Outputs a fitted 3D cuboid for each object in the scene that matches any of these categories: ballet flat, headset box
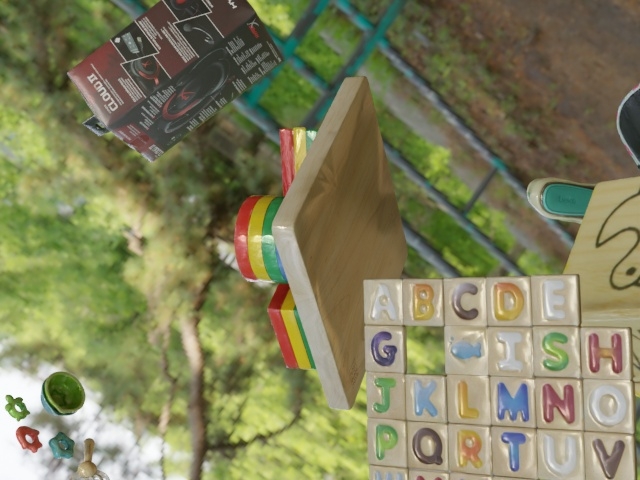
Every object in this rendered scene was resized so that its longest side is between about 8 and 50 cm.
[{"bbox_3d":[0.442,-0.055,1.880,0.248,0.086,0.086,13,-178,-16],"label":"ballet flat"},{"bbox_3d":[-0.215,-0.244,1.707,0.110,0.293,0.218,53,-178,13],"label":"headset box"}]

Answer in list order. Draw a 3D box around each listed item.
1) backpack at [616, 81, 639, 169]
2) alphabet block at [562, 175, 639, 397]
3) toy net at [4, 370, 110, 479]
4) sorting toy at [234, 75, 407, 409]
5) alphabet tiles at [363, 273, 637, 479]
[{"bbox_3d":[0.630,-0.185,1.947,0.253,0.191,0.225,50,138,-6],"label":"backpack"},{"bbox_3d":[0.400,0.049,1.263,0.193,0.192,0.197,41,151,-28],"label":"alphabet block"},{"bbox_3d":[-0.361,0.306,1.700,0.122,0.045,0.232,-14,-111,-56],"label":"toy net"},{"bbox_3d":[0.000,0.000,1.254,0.089,0.257,0.255,1,131,22],"label":"sorting toy"},{"bbox_3d":[0.135,0.127,0.930,0.237,0.198,0.009,-3,178,37],"label":"alphabet tiles"}]
